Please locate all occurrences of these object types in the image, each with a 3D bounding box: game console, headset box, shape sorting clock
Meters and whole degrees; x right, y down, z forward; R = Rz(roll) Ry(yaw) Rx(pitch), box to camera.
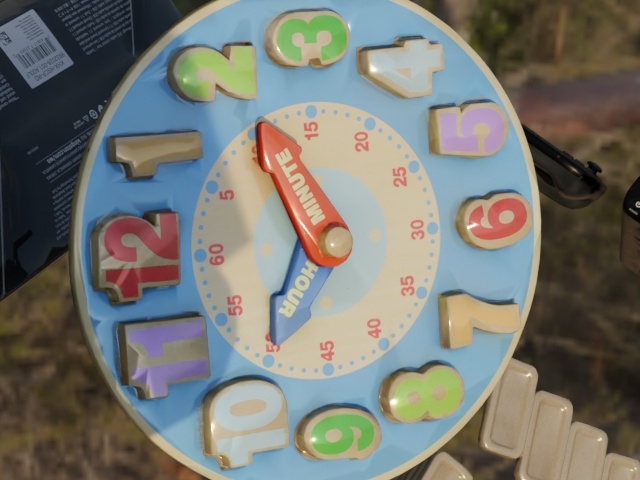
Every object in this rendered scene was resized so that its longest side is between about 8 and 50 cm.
[{"bbox_3d":[0.178,-0.046,1.339,0.361,0.213,0.044,36,87,12],"label":"game console"},{"bbox_3d":[-0.208,0.000,0.930,0.110,0.293,0.218,54,36,-5],"label":"headset box"},{"bbox_3d":[0.000,0.000,0.761,0.206,0.206,0.040,-14,10,-21],"label":"shape sorting clock"}]

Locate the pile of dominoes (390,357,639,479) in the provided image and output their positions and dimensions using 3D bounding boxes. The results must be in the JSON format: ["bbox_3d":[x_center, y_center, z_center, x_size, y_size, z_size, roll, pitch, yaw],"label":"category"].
[{"bbox_3d":[0.142,0.215,1.165,0.196,0.251,0.040,-57,19,-24],"label":"pile of dominoes"}]
